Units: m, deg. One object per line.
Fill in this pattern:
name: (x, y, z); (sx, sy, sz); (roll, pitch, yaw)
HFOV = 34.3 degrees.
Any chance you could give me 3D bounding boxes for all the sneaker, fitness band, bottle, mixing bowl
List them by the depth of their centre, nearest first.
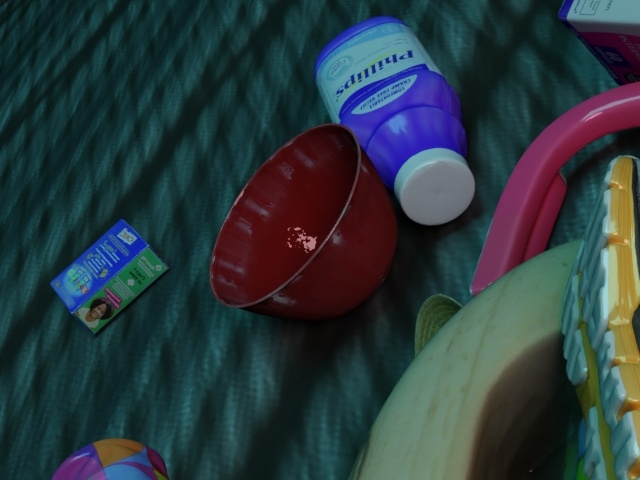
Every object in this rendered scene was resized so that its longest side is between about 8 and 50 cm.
sneaker: (0.152, 0.046, 0.439); (0.083, 0.084, 0.215); (4, 46, 3)
fitness band: (0.228, -0.007, 0.759); (0.209, 0.054, 0.291); (-3, 47, 36)
mixing bowl: (0.000, 0.000, 0.891); (0.181, 0.098, 0.181); (-35, 35, 30)
bottle: (0.072, -0.116, 0.985); (0.118, 0.092, 0.283); (-29, 35, 8)

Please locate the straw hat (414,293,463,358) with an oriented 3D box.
straw hat: (0.117, 0.098, 0.690); (0.061, 0.144, 0.144); (-11, 29, -18)

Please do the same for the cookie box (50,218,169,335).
cookie box: (-0.229, 0.038, 1.121); (0.107, 0.040, 0.092); (-43, 34, -8)

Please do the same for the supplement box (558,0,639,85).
supplement box: (0.315, -0.183, 0.794); (0.220, 0.111, 0.114); (16, 77, 49)

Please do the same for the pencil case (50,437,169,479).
pencil case: (-0.133, 0.244, 0.743); (0.104, 0.104, 0.236); (-37, 32, 0)

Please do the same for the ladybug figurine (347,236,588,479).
ladybug figurine: (0.161, 0.167, 0.473); (0.305, 0.162, 0.449); (5, 42, 20)
